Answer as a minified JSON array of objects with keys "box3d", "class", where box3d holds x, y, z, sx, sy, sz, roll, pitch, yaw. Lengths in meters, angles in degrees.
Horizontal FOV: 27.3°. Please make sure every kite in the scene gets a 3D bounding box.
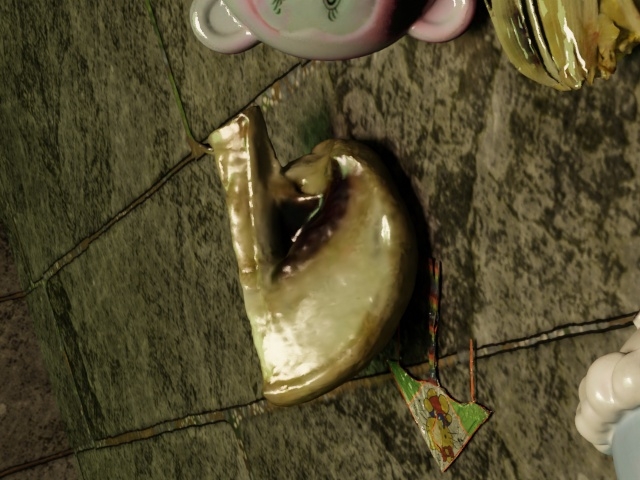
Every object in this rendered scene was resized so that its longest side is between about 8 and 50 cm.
[{"box3d":[0.114,0.127,1.339,0.198,0.006,0.244,28,129,56],"class":"kite"}]

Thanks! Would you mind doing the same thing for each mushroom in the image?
[{"box3d":[0.004,0.006,1.370,0.292,0.212,0.217,67,-168,11],"class":"mushroom"}]

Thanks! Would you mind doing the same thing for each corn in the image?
[{"box3d":[0.156,-0.252,0.919,0.122,0.123,0.305,-29,79,61],"class":"corn"}]

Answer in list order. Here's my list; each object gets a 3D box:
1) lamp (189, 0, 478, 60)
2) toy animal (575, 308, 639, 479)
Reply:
[{"box3d":[0.003,-0.306,1.132,0.247,0.247,0.301,-72,-22,-82],"class":"lamp"},{"box3d":[0.265,0.130,0.882,0.204,0.156,0.208,61,147,17],"class":"toy animal"}]
